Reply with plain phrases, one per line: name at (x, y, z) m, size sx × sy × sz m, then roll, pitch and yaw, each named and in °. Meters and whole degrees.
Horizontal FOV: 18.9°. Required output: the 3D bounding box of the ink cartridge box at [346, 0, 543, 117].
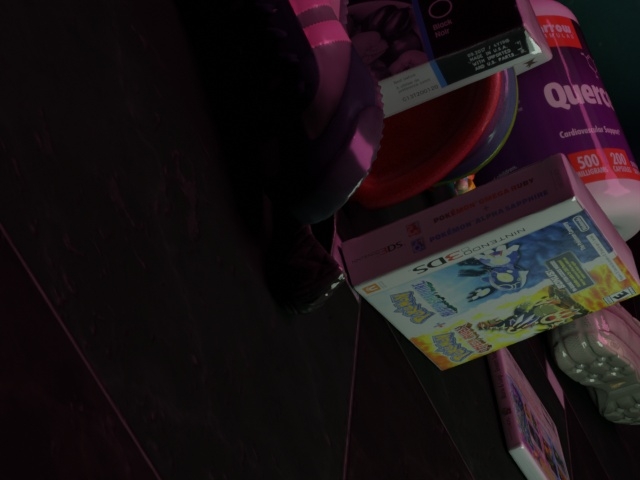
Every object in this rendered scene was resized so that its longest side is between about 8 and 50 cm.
ink cartridge box at (0.048, -0.184, 1.487) m, size 0.045 × 0.206 × 0.208 m, roll 57°, pitch 15°, yaw -45°

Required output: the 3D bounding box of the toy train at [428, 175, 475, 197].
toy train at (0.140, -0.023, 1.899) m, size 0.125 × 0.046 × 0.166 m, roll 32°, pitch 40°, yaw -68°

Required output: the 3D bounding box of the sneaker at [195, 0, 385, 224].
sneaker at (-0.044, -0.146, 1.345) m, size 0.131 × 0.112 × 0.319 m, roll 34°, pitch 28°, yaw -35°

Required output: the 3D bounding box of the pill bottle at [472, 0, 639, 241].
pill bottle at (0.226, -0.137, 2.109) m, size 0.181 × 0.181 × 0.323 m, roll 32°, pitch 36°, yaw -66°

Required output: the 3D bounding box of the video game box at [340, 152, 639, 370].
video game box at (0.140, 0.022, 1.525) m, size 0.205 × 0.187 × 0.048 m, roll 43°, pitch 30°, yaw -57°

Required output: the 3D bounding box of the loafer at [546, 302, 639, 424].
loafer at (0.351, 0.134, 2.274) m, size 0.319 × 0.112 × 0.111 m, roll 44°, pitch 35°, yaw -56°

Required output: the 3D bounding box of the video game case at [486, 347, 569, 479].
video game case at (0.202, 0.188, 1.831) m, size 0.157 × 0.019 × 0.143 m, roll 55°, pitch 18°, yaw -40°

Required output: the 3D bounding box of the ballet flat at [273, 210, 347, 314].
ballet flat at (0.000, 0.000, 1.328) m, size 0.057 × 0.049 × 0.173 m, roll 61°, pitch 15°, yaw -24°

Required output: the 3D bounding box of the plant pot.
plant pot at (0.292, -0.209, 2.373) m, size 0.290 × 0.290 × 0.195 m, roll 63°, pitch -21°, yaw -12°

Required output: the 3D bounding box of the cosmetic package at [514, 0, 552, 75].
cosmetic package at (0.126, -0.252, 1.989) m, size 0.184 × 0.151 × 0.151 m, roll 69°, pitch 15°, yaw 17°

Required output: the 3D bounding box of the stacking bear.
stacking bear at (0.094, -0.118, 1.671) m, size 0.289 × 0.164 × 0.175 m, roll 16°, pitch 52°, yaw -78°
